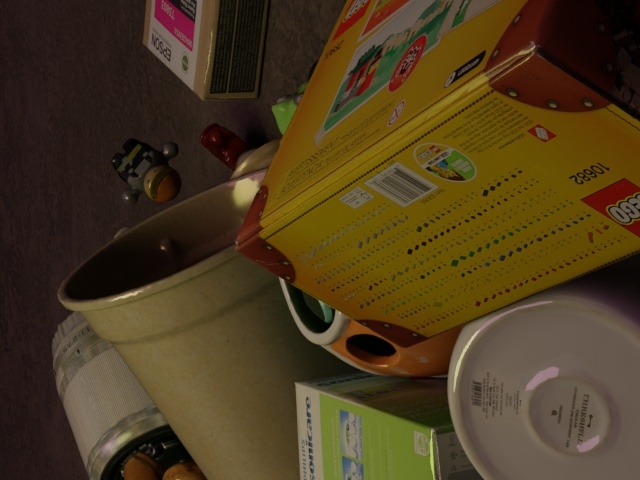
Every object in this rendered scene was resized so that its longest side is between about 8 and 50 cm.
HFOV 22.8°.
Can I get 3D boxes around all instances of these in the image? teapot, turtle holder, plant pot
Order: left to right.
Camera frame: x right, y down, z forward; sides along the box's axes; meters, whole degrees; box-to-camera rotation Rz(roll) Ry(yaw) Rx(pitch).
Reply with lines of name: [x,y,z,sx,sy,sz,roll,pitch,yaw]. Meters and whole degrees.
plant pot: [-0.082,0.118,1.816,0.334,0.334,0.305,7,126,63]
turtle holder: [0.077,-0.016,1.593,0.243,0.227,0.320,-4,97,62]
teapot: [0.243,0.119,1.374,0.256,0.187,0.252,-40,88,32]

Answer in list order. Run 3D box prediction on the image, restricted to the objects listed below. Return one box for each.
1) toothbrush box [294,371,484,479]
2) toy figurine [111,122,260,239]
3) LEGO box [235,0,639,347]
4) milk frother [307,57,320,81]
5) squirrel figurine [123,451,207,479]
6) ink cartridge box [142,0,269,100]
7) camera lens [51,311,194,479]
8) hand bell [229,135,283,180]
toothbrush box: [0.128,0.203,1.581,0.283,0.206,0.122,6,102,63]
toy figurine: [-0.166,-0.039,2.111,0.148,0.209,0.213,37,128,48]
LEGO box: [0.169,-0.159,1.250,0.500,0.193,0.372,-30,32,61]
milk frother: [0.069,-0.201,1.757,0.143,0.129,0.135,-60,11,-30]
squirrel figurine: [-0.065,0.438,1.995,0.370,0.281,0.397,-25,113,37]
ink cartridge box: [-0.159,-0.320,2.170,0.235,0.088,0.193,43,132,51]
camera lens: [-0.266,0.238,2.354,0.274,0.219,0.219,62,146,37]
hand bell: [0.000,0.000,1.936,0.242,0.126,0.126,56,144,23]
